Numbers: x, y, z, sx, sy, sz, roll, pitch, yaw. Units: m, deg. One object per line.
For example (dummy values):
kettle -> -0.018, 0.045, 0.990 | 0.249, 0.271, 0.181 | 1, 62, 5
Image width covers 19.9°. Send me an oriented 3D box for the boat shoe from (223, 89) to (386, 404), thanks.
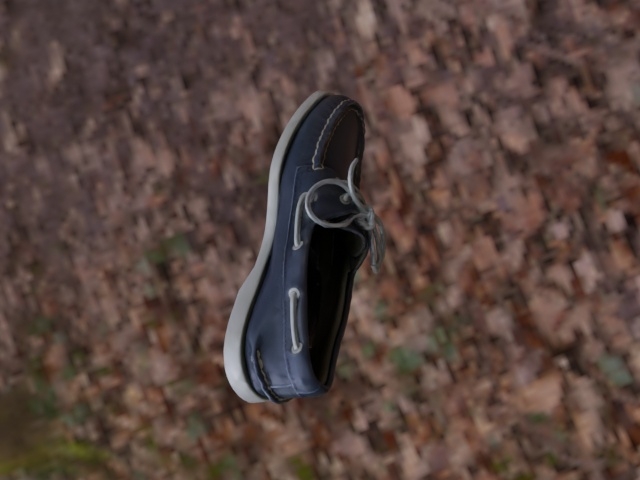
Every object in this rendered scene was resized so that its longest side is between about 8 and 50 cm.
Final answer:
boat shoe -> 0.000, 0.000, 1.324 | 0.079, 0.254, 0.095 | -3, 143, 32
